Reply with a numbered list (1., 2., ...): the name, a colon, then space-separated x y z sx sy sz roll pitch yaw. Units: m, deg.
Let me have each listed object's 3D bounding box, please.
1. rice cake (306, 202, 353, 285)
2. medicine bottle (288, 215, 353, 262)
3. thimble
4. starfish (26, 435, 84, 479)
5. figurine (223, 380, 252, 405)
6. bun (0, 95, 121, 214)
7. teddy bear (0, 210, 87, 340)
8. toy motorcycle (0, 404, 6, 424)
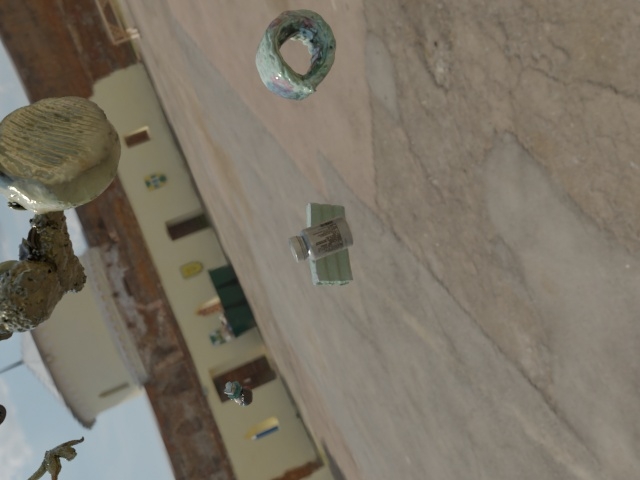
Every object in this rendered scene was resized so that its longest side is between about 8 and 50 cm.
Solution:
1. rice cake: 0.021 0.009 2.114 0.043 0.127 0.237 152 116 -63
2. medicine bottle: 0.000 0.000 1.739 0.079 0.140 0.079 159 90 -81
3. thimble: -0.060 -0.457 1.863 0.149 0.185 0.211 163 96 -73
4. starfish: -0.682 0.565 1.887 0.053 0.176 0.208 52 166 -12
5. figurine: -0.222 0.412 2.024 0.106 0.047 0.060 46 -153 -50
6. bun: -0.470 -0.140 1.327 0.141 0.239 0.239 87 159 -51
7. teddy bear: -0.592 0.087 1.530 0.156 0.267 0.256 30 -156 -3
8. toy motorcycle: -1.109 0.616 2.237 0.147 0.326 0.221 27 169 37
